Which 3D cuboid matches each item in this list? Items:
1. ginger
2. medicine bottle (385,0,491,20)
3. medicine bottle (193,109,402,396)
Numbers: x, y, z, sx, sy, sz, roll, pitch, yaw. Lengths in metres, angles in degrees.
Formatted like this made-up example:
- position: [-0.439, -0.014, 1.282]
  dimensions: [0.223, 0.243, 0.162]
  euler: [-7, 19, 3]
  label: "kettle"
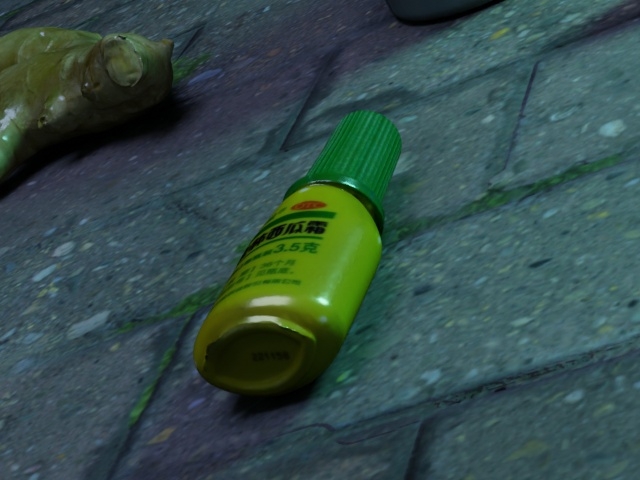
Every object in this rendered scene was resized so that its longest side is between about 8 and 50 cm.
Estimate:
- position: [-0.267, -0.162, 1.986]
  dimensions: [0.348, 0.122, 0.363]
  euler: [-17, 18, 24]
  label: "ginger"
- position: [0.120, -0.359, 1.738]
  dimensions: [0.238, 0.232, 0.238]
  euler: [-25, 22, 11]
  label: "medicine bottle"
- position: [0.000, 0.000, 1.292]
  dimensions: [0.111, 0.076, 0.309]
  euler: [-18, 23, 25]
  label: "medicine bottle"
